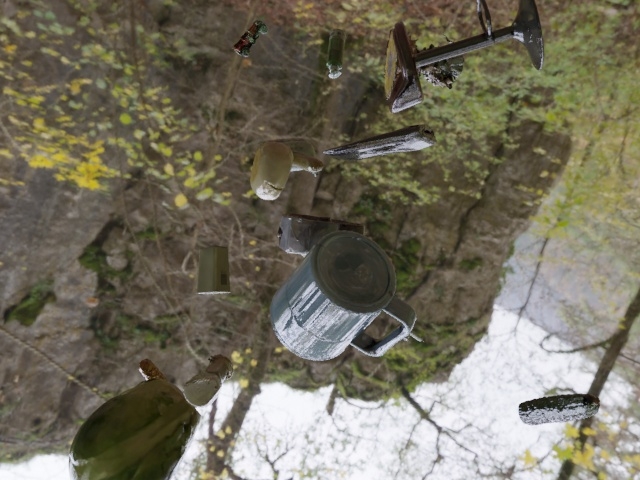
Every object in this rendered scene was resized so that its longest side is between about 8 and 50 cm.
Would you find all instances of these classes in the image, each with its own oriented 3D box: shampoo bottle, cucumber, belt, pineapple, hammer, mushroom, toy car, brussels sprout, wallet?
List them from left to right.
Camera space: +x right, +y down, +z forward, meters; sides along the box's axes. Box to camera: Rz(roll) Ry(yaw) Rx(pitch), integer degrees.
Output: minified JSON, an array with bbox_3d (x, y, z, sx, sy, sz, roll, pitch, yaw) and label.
[{"bbox_3d":[-0.497,0.557,1.535,0.276,0.371,0.315,38,171,13],"label":"brussels sprout"},{"bbox_3d":[-0.271,0.344,1.411,0.081,0.092,0.223,24,-175,3],"label":"mushroom"},{"bbox_3d":[-0.254,-0.729,2.067,0.054,0.143,0.073,32,-168,-41],"label":"toy car"},{"bbox_3d":[-0.070,-0.257,1.832,0.201,0.113,0.305,-12,-159,-26],"label":"hammer"},{"bbox_3d":[0.000,0.000,1.897,0.289,0.164,0.184,9,-172,10],"label":"belt"},{"bbox_3d":[0.058,-0.686,2.121,0.065,0.205,0.065,5,155,2],"label":"shampoo bottle"},{"bbox_3d":[0.141,-0.225,1.364,0.245,0.052,0.168,-10,-179,26],"label":"wallet"},{"bbox_3d":[0.383,-0.641,2.110,0.271,0.263,0.262,2,-171,-5],"label":"pineapple"},{"bbox_3d":[0.576,0.402,1.373,0.067,0.068,0.293,19,156,-7],"label":"cucumber"}]

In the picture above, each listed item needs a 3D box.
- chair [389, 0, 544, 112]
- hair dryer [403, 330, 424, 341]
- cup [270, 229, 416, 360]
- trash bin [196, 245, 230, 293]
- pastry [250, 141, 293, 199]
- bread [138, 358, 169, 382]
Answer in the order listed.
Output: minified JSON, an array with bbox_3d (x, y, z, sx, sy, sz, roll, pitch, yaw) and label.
[{"bbox_3d":[0.344,-0.489,1.482,0.400,0.227,0.226,-15,179,14],"label":"chair"},{"bbox_3d":[0.334,0.343,2.074,0.124,0.063,0.038,37,162,-33],"label":"hair dryer"},{"bbox_3d":[0.050,0.176,1.546,0.256,0.311,0.331,-22,-110,-34],"label":"cup"},{"bbox_3d":[-0.216,0.060,1.155,0.061,0.092,0.043,-9,170,39],"label":"trash bin"},{"bbox_3d":[-0.128,-0.182,1.503,0.092,0.156,0.156,9,-169,-16],"label":"pastry"},{"bbox_3d":[-0.492,0.415,1.723,0.157,0.044,0.052,62,175,-30],"label":"bread"}]
